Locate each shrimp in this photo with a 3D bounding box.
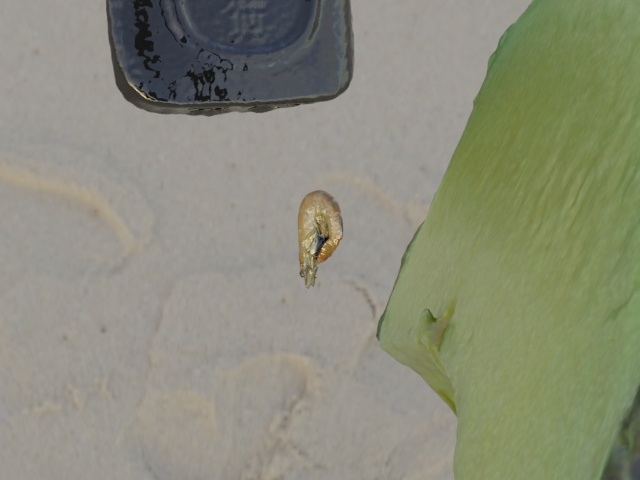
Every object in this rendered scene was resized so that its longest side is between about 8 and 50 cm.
[{"bbox_3d":[0.000,0.000,1.533,0.059,0.108,0.023,7,11,35],"label":"shrimp"}]

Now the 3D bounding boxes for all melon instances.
[{"bbox_3d":[0.128,0.059,0.469,0.226,0.343,0.331,-16,90,-10],"label":"melon"}]

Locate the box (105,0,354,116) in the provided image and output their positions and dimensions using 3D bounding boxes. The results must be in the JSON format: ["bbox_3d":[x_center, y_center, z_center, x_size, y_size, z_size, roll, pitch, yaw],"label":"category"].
[{"bbox_3d":[-0.065,-0.196,1.087,0.212,0.042,0.201,-4,86,-31],"label":"box"}]
